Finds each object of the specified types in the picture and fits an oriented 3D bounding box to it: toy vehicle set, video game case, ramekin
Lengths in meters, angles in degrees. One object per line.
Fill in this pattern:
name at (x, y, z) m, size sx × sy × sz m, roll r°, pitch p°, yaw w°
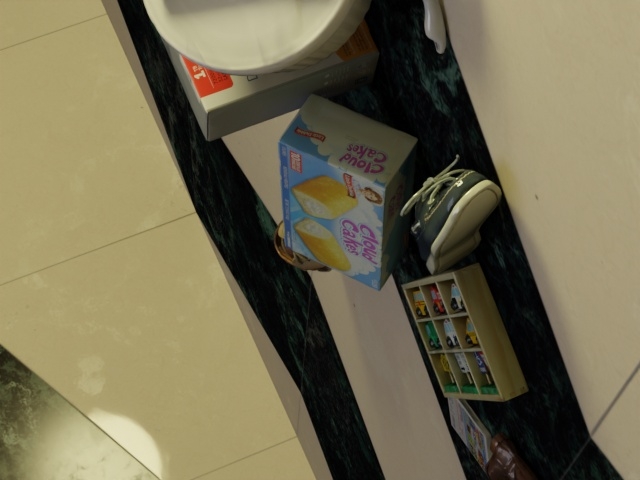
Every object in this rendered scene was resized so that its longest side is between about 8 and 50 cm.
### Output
toy vehicle set at (0.178, 0.119, 1.891) m, size 0.267 × 0.035 × 0.166 m, roll 153°, pitch 95°, yaw -78°
video game case at (0.208, 0.262, 2.065) m, size 0.122 × 0.011 × 0.087 m, roll -125°, pitch 19°, yaw -49°
ramekin at (-0.058, -0.312, 1.691) m, size 0.127 × 0.273 × 0.272 m, roll 7°, pitch -123°, yaw -66°

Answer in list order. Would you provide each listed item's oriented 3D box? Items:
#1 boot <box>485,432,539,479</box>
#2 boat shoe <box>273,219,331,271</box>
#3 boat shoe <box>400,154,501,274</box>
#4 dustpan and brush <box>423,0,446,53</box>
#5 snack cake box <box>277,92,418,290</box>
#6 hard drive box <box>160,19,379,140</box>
boot at (0.255, 0.315, 1.901) m, size 0.114 × 0.037 × 0.106 m, roll 52°, pitch 162°, yaw 41°
boat shoe at (0.000, 0.000, 2.287) m, size 0.324 × 0.116 × 0.123 m, roll 155°, pitch 94°, yaw -78°
boat shoe at (0.142, -0.033, 1.664) m, size 0.079 × 0.095 × 0.254 m, roll 55°, pitch 174°, yaw 12°
dustpan and brush at (0.097, -0.285, 1.538) m, size 0.147 × 0.060 × 0.211 m, roll 44°, pitch 147°, yaw 53°
snack cake box at (0.035, -0.058, 1.929) m, size 0.152 × 0.089 × 0.264 m, roll 26°, pitch 153°, yaw 15°
hard drive box at (-0.069, -0.253, 1.876) m, size 0.089 × 0.232 × 0.181 m, roll 102°, pitch 145°, yaw -70°
